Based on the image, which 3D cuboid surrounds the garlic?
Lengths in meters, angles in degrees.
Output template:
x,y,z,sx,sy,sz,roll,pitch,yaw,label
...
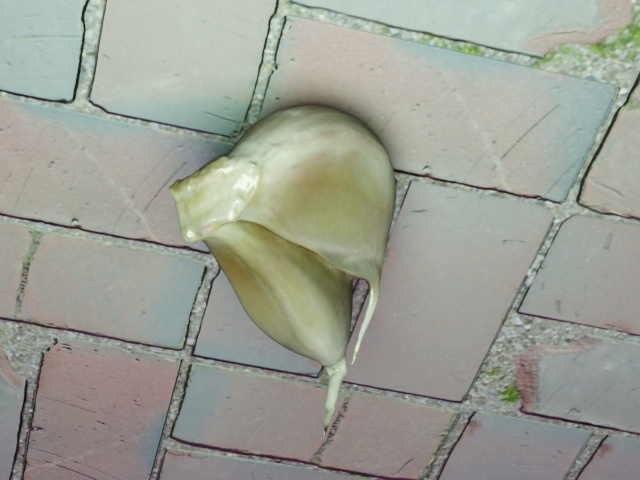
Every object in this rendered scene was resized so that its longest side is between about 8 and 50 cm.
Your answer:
x,y,z,sx,sy,sz,roll,pitch,yaw,label
0.000,0.000,1.657,0.231,0.246,0.340,-27,113,12,garlic
